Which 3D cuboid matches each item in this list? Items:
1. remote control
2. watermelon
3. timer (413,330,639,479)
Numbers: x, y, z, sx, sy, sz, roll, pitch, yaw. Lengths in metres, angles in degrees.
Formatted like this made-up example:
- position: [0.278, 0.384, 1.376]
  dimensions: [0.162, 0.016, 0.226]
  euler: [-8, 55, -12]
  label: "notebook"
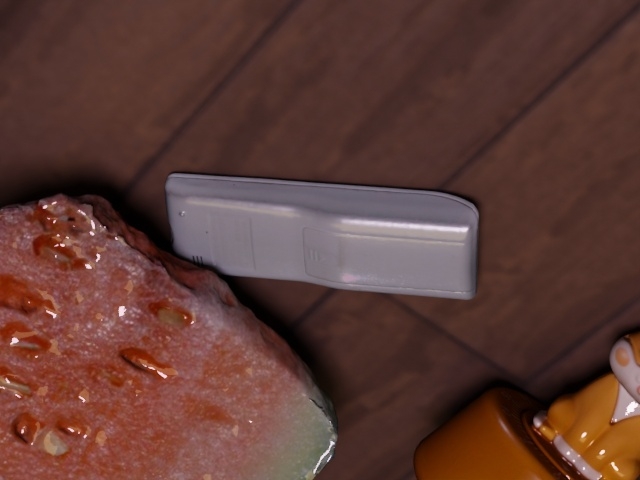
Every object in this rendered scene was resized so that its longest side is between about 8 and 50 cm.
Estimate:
- position: [0.000, 0.000, 0.843]
  dimensions: [0.162, 0.029, 0.061]
  euler: [4, 130, 9]
  label: "remote control"
- position: [-0.131, 0.073, 0.860]
  dimensions: [0.193, 0.140, 0.257]
  euler: [-43, 121, -10]
  label: "watermelon"
- position: [0.145, 0.102, 0.861]
  dimensions: [0.132, 0.132, 0.152]
  euler: [35, 106, -19]
  label: "timer"
